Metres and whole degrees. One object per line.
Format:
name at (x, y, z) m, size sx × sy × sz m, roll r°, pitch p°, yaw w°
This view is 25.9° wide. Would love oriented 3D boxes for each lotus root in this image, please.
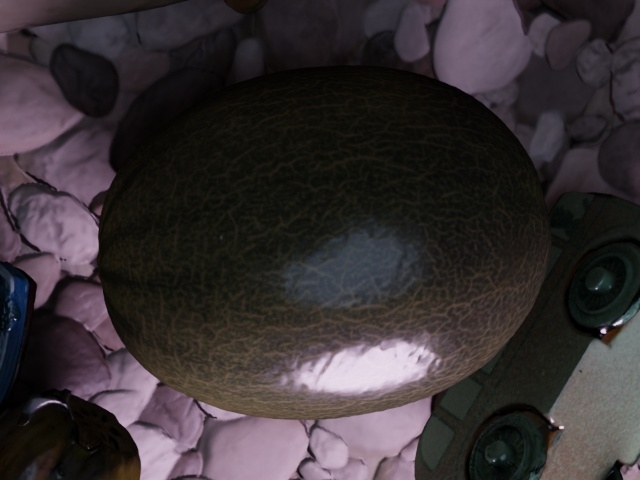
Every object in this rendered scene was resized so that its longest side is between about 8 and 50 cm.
lotus root at (-0.222, 0.212, 0.977) m, size 0.124 × 0.123 × 0.241 m, roll 39°, pitch 93°, yaw -2°

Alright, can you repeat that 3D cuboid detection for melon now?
melon at (0.000, 0.000, 0.933) m, size 0.302 × 0.237 × 0.237 m, roll -8°, pitch 110°, yaw -17°

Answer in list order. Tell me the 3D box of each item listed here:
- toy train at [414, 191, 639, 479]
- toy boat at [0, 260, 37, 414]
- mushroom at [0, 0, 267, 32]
toy train at (0.193, 0.115, 1.102) m, size 0.129 × 0.159 × 0.326 m, roll 29°, pitch 91°, yaw -31°
toy boat at (-0.240, 0.076, 0.956) m, size 0.061 × 0.060 × 0.137 m, roll 4°, pitch 113°, yaw -44°
mushroom at (-0.209, -0.196, 0.837) m, size 0.407 × 0.137 × 0.154 m, roll -11°, pitch 102°, yaw -22°
